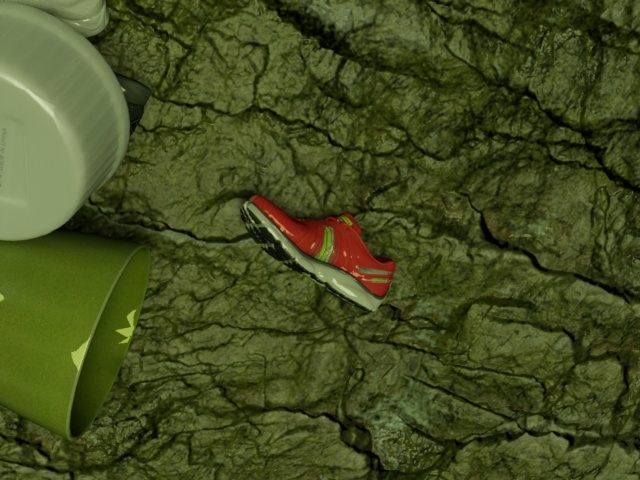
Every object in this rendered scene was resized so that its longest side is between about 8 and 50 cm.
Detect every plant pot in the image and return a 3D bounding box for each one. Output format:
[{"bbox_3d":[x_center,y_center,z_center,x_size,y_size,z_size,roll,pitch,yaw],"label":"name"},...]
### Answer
[{"bbox_3d":[-0.415,0.088,1.025,0.293,0.275,0.275,19,103,-2],"label":"plant pot"}]

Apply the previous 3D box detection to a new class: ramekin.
[{"bbox_3d":[-0.384,-0.132,0.928,0.277,0.135,0.277,3,126,4],"label":"ramekin"}]

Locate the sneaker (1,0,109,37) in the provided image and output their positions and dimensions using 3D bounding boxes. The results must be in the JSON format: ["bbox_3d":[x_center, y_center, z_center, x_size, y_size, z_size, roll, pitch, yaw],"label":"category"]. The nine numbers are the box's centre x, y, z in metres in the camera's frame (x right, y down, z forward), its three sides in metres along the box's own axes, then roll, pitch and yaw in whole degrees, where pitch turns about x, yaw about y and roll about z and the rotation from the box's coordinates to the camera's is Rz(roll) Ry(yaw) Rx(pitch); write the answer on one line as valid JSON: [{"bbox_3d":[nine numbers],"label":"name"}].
[{"bbox_3d":[-0.379,-0.320,0.947,0.232,0.090,0.115,-6,153,-21],"label":"sneaker"}]

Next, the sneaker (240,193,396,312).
[{"bbox_3d":[0.000,0.000,1.178,0.279,0.107,0.118,35,79,-24],"label":"sneaker"}]

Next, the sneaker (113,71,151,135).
[{"bbox_3d":[-0.354,-0.186,1.022,0.227,0.087,0.130,19,96,-24],"label":"sneaker"}]
